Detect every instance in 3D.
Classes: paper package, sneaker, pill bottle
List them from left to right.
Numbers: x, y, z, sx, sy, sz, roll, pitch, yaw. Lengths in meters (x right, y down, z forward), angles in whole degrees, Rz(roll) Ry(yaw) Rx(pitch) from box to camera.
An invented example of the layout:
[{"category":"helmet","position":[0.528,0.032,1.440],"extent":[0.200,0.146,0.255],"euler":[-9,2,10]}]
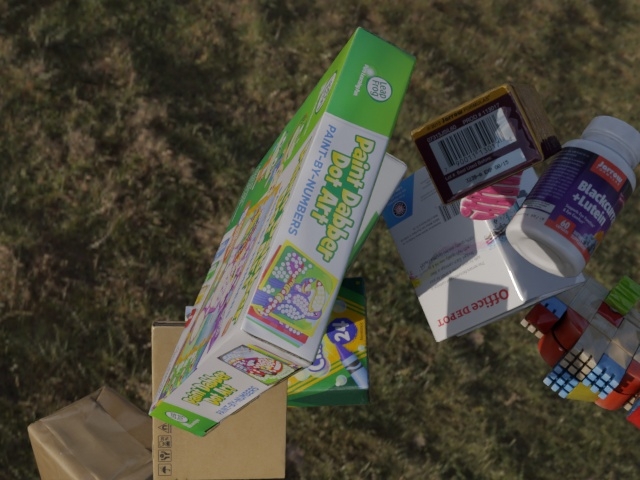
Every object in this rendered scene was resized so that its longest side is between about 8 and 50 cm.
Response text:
[{"category":"paper package","position":[-0.319,0.446,1.485],"extent":[0.168,0.324,0.309],"euler":[-23,26,-31]},{"category":"sneaker","position":[0.211,-0.096,1.097],"extent":[0.063,0.170,0.075],"euler":[8,48,-6]},{"category":"pill bottle","position":[0.328,-0.059,1.151],"extent":[0.108,0.108,0.193],"euler":[34,77,9]}]

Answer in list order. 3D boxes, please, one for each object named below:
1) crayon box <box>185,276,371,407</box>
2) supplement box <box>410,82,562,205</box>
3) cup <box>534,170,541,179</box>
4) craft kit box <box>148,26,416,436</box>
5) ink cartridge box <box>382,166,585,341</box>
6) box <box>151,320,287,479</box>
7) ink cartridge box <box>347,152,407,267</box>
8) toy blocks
[{"category":"crayon box","position":[-0.081,0.174,1.528],"extent":[0.323,0.083,0.203],"euler":[-4,60,4]},{"category":"supplement box","position":[0.172,-0.100,0.916],"extent":[0.081,0.104,0.188],"euler":[65,22,0]},{"category":"cup","position":[0.322,-0.018,1.971],"extent":[0.331,0.331,0.237],"euler":[45,27,20]},{"category":"craft kit box","position":[-0.034,0.005,0.685],"extent":[0.061,0.246,0.250],"euler":[28,59,-14]},{"category":"ink cartridge box","position":[0.266,0.000,1.528],"extent":[0.197,0.198,0.270],"euler":[-11,75,-45]},{"category":"box","position":[-0.121,0.196,1.108],"extent":[0.164,0.201,0.021],"euler":[1,13,-6]},{"category":"ink cartridge box","position":[0.000,0.000,1.393],"extent":[0.121,0.289,0.211],"euler":[31,61,2]},{"category":"toy blocks","position":[0.510,0.207,1.678],"extent":[0.381,0.190,0.261],"euler":[40,37,12]}]
